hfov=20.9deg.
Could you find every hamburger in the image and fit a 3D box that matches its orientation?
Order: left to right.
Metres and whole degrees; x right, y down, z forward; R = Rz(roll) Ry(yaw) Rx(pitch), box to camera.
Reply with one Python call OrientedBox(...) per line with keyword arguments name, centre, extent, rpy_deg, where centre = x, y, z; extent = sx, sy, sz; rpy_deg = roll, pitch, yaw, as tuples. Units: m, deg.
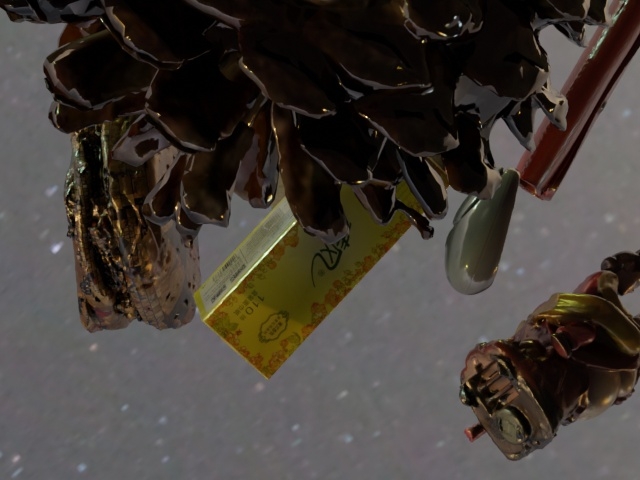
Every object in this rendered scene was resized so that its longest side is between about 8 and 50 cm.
OrientedBox(name="hamburger", centre=(-0.174, -0.026, 1.602), extent=(0.107, 0.231, 0.231), rpy_deg=(-2, -122, 8))

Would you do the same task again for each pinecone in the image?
OrientedBox(name="pinecone", centre=(-0.011, -0.138, 0.808), extent=(0.298, 0.242, 0.296), rpy_deg=(31, -99, -26))

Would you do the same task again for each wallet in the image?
OrientedBox(name="wallet", centre=(0.244, -0.133, 1.609), extent=(0.045, 0.142, 0.204), rpy_deg=(31, -88, 8))

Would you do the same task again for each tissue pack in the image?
OrientedBox(name="tissue pack", centre=(0.000, 0.000, 1.131), extent=(0.062, 0.095, 0.176), rpy_deg=(44, -89, -11))

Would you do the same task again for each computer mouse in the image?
OrientedBox(name="computer mouse", centre=(0.111, -0.009, 1.227), extent=(0.039, 0.066, 0.096), rpy_deg=(15, -91, 1))

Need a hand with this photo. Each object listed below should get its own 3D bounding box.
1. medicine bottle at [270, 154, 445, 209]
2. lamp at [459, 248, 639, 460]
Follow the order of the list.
OrientedBox(name="medicine bottle", centre=(0.004, -0.179, 1.459), extent=(0.151, 0.151, 0.322), rpy_deg=(12, -130, -29))
OrientedBox(name="lamp", centre=(0.229, 0.091, 1.494), extent=(0.253, 0.118, 0.118), rpy_deg=(-27, -99, -40))
